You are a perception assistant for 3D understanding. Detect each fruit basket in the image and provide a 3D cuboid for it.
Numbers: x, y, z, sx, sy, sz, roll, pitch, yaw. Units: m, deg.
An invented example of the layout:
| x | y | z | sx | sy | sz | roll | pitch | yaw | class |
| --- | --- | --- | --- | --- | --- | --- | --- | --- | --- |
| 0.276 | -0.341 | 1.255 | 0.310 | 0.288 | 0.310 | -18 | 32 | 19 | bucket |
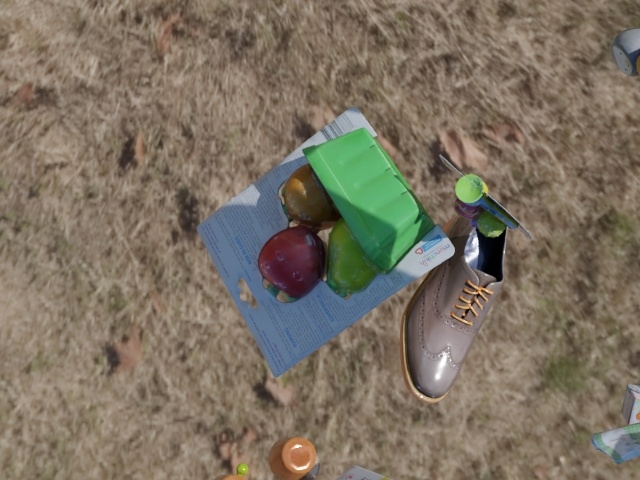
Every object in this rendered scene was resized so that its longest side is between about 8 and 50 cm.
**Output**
| x | y | z | sx | sy | sz | roll | pitch | yaw | class |
| --- | --- | --- | --- | --- | --- | --- | --- | --- | --- |
| 0.000 | 0.000 | 1.609 | 0.353 | 0.327 | 0.165 | -40 | 151 | 14 | fruit basket |

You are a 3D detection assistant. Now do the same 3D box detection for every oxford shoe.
| x | y | z | sx | sy | sz | roll | pitch | yaw | class |
| --- | --- | --- | --- | --- | --- | --- | --- | --- | --- |
| 0.235 | 0.103 | 1.696 | 0.130 | 0.133 | 0.363 | 22 | 72 | -14 | oxford shoe |

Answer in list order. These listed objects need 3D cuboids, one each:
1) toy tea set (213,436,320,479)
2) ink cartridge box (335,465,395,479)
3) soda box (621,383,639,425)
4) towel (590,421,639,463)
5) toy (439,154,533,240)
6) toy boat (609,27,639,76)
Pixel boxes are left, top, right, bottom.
| x | y | z | sx | sy | sz | roll | pitch | yaw | class |
| --- | --- | --- | --- | --- | --- | --- | --- | --- | --- |
| -0.124 | 0.457 | 1.580 | 0.336 | 0.124 | 0.200 | -28 | 81 | -26 | toy tea set |
| 0.081 | 0.477 | 1.404 | 0.198 | 0.270 | 0.197 | -34 | 101 | -22 | ink cartridge box |
| 0.623 | 0.298 | 1.702 | 0.183 | 0.063 | 0.058 | 8 | 106 | 1 | soda box |
| 0.420 | 0.241 | 1.204 | 0.152 | 0.023 | 0.113 | -19 | 151 | 25 | towel |
| 0.247 | -0.048 | 1.523 | 0.137 | 0.237 | 0.056 | 43 | 93 | 22 | toy |
| 0.473 | -0.357 | 1.278 | 0.268 | 0.148 | 0.318 | 4 | 114 | -22 | toy boat |
